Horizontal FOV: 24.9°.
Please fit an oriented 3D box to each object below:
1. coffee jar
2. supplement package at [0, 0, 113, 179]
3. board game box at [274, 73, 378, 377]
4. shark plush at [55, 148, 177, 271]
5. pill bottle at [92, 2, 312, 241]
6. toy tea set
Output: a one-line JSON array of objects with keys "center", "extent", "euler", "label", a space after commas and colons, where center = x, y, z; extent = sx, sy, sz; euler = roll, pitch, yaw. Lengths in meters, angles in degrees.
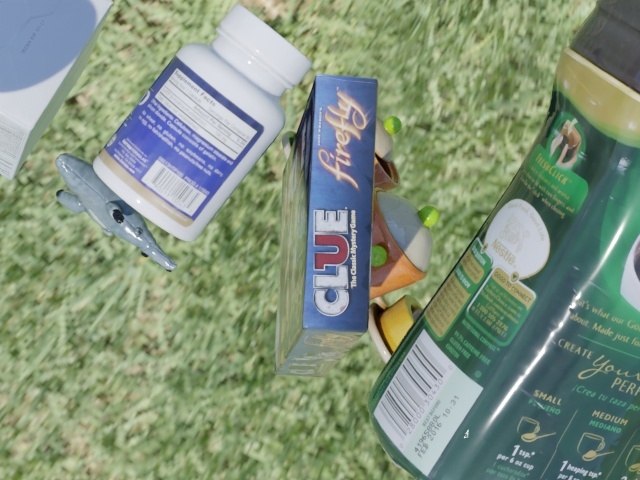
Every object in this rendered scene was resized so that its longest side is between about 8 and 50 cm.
[{"center": [0.098, 0.006, 0.492], "extent": [0.096, 0.079, 0.184], "euler": [20, 107, -29], "label": "coffee jar"}, {"center": [-0.374, -0.213, 1.744], "extent": [0.149, 0.194, 0.203], "euler": [32, 158, -8], "label": "supplement package"}, {"center": [0.000, 0.000, 1.011], "extent": [0.042, 0.243, 0.165], "euler": [4, 77, -5], "label": "board game box"}, {"center": [-0.216, -0.023, 1.496], "extent": [0.073, 0.067, 0.161], "euler": [-32, 92, -6], "label": "shark plush"}, {"center": [-0.096, -0.103, 1.232], "extent": [0.112, 0.112, 0.186], "euler": [38, 93, -5], "label": "pill bottle"}, {"center": [0.065, -0.033, 1.419], "extent": [0.124, 0.336, 0.200], "euler": [-30, 133, 16], "label": "toy tea set"}]
